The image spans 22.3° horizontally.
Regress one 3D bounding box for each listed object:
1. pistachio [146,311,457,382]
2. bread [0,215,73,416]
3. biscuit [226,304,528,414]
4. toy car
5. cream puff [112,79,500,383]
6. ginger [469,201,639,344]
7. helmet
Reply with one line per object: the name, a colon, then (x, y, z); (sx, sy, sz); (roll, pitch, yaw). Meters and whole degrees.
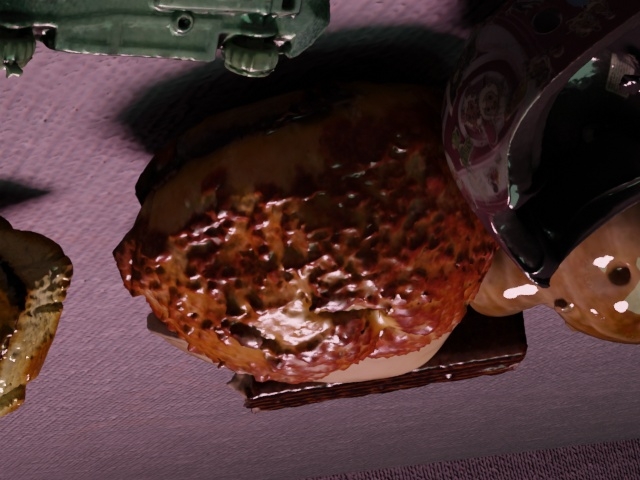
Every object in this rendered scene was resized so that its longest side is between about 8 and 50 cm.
pistachio: (-0.009, 0.037, 1.136); (0.223, 0.126, 0.152); (3, -169, -3)
bread: (-0.234, 0.046, 1.023); (0.128, 0.140, 0.069); (29, -165, 14)
biscuit: (0.042, 0.071, 1.341); (0.252, 0.106, 0.070); (-9, 164, -5)
toy car: (-0.077, -0.117, 0.641); (0.186, 0.058, 0.093); (-1, 119, -28)
cream puff: (0.000, 0.000, 0.949); (0.240, 0.164, 0.240); (-5, 167, -1)
ginger: (0.262, -0.022, 1.028); (0.375, 0.176, 0.256); (-18, 179, 27)
helmet: (0.123, -0.076, 0.832); (0.153, 0.107, 0.177); (-33, 143, -17)
